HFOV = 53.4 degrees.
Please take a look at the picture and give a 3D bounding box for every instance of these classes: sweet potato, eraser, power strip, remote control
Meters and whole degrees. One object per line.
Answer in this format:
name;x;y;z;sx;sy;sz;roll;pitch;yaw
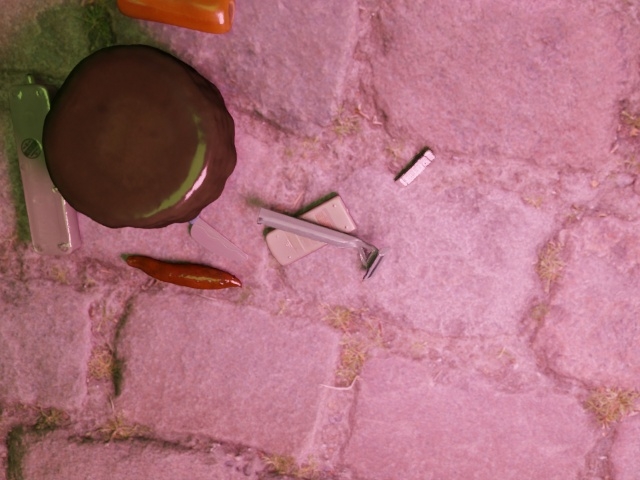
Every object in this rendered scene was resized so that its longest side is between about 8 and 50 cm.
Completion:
sweet potato;-0.301;0.074;1.398;0.265;0.057;0.057;10;105;1
eraser;0.195;-0.147;1.316;0.027;0.019;0.099;39;105;-19
power strip;-0.588;-0.159;1.362;0.091;0.062;0.385;-1;105;6
remote control;-0.023;-0.019;1.363;0.190;0.029;0.087;-29;100;11

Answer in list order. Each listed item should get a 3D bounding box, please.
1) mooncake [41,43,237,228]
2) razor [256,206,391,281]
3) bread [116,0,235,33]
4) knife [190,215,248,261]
mooncake;-0.347;-0.196;1.254;0.357;0.194;0.356;0;91;7
razor;0.002;-0.009;1.324;0.278;0.056;0.111;23;145;-1
bread;-0.289;-0.465;1.247;0.239;0.074;0.092;11;128;3
knife;-0.262;-0.027;1.388;0.244;0.032;0.058;44;99;-10
